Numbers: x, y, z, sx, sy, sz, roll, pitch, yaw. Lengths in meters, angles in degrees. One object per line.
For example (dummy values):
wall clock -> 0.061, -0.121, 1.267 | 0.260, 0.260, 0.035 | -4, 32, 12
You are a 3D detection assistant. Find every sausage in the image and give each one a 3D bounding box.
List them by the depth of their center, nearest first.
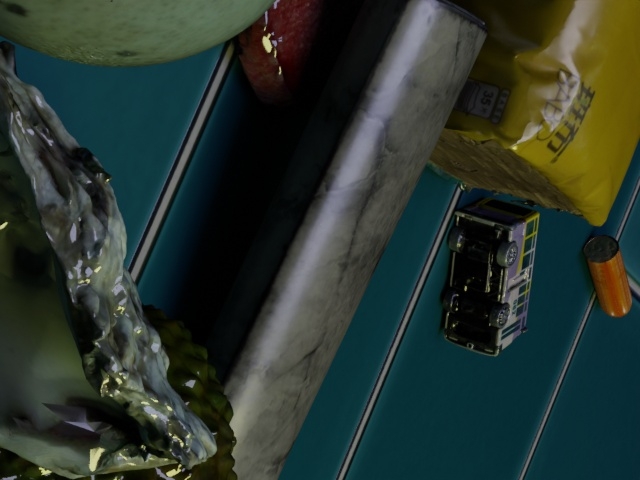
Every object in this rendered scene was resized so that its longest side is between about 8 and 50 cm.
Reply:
sausage -> 0.247, 0.035, 1.533 | 0.031, 0.031, 0.107 | -59, 148, -21

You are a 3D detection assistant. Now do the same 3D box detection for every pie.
pie -> -0.001, -0.142, 0.990 | 0.154, 0.036, 0.154 | -41, 142, -43

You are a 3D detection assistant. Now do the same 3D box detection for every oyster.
oyster -> -0.130, -0.013, 0.668 | 0.199, 0.252, 0.087 | -62, -177, 36

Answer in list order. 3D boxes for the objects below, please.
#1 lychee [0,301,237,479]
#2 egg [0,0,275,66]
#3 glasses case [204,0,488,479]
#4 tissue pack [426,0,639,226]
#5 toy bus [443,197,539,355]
lychee -> -0.121, 0.094, 0.808 | 0.171, 0.171, 0.171 | -37, 137, -45
egg -> -0.091, -0.157, 0.687 | 0.169, 0.169, 0.236 | -66, 153, -9
glasses case -> 0.000, 0.000, 1.008 | 0.299, 0.060, 0.114 | -65, 159, 7
tissue pack -> 0.155, -0.163, 1.146 | 0.192, 0.134, 0.271 | 29, 81, -60
toy bus -> 0.123, 0.025, 1.292 | 0.058, 0.052, 0.102 | -27, 127, -51
